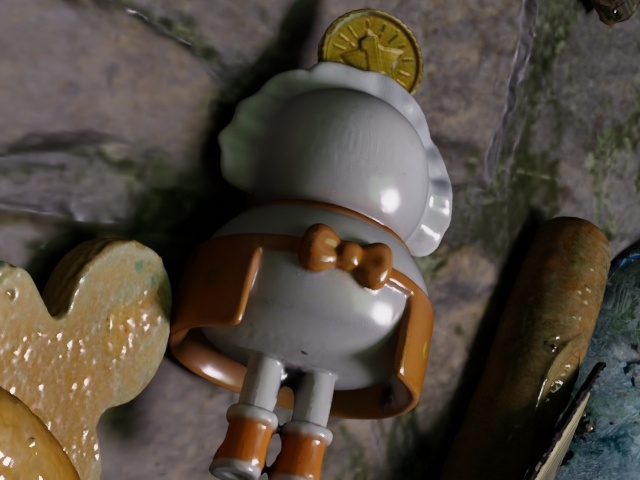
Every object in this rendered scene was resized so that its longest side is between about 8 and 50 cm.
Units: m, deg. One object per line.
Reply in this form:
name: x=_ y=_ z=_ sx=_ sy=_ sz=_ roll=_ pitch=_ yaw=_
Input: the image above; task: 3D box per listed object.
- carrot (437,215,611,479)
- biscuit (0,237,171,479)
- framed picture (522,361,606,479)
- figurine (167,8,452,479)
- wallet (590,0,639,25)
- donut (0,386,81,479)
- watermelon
carrot: x=0.122 y=0.138 z=1.279 sx=0.070 sy=0.070 sz=0.342 roll=48 pitch=61 yaw=-52
biscuit: x=-0.148 y=0.082 z=0.879 sx=0.234 sy=0.030 sz=0.153 roll=-48 pitch=137 yaw=-38
framed picture: x=0.128 y=0.204 z=1.275 sx=0.199 sy=0.010 sz=0.195 roll=-49 pitch=160 yaw=-46
figurine: x=0.002 y=0.000 z=0.995 sx=0.143 sy=0.143 sz=0.271 roll=27 pitch=79 yaw=-56
wallet: x=0.177 y=-0.294 z=1.247 sx=0.169 sy=0.044 sz=0.317 roll=-63 pitch=143 yaw=-16
donut: x=-0.206 y=0.154 z=0.675 sx=0.317 sy=0.150 sz=0.299 roll=16 pitch=87 yaw=-48
watermelon: x=0.299 y=0.125 z=1.444 sx=0.322 sy=0.175 sz=0.188 roll=-54 pitch=141 yaw=-34
